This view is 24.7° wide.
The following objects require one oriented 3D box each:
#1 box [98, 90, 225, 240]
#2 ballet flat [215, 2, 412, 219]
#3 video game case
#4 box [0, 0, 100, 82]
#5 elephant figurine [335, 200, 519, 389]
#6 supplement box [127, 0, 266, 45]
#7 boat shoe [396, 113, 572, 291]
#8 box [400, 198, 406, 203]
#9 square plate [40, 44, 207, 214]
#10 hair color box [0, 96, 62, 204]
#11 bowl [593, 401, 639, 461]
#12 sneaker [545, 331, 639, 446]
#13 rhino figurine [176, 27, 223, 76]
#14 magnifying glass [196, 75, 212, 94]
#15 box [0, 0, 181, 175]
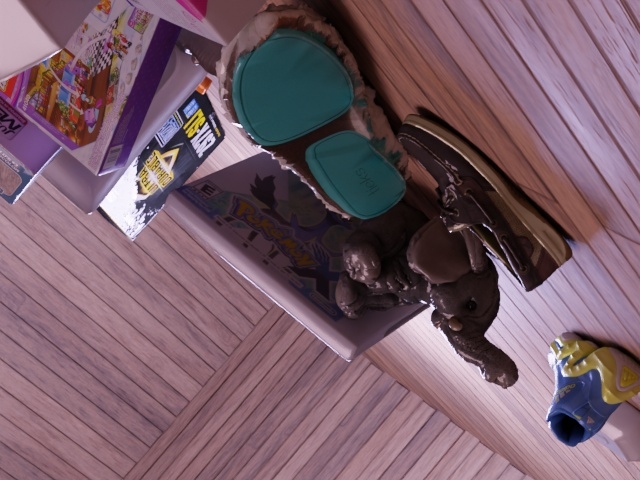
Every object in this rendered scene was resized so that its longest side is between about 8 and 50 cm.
[{"bbox_3d":[-0.288,-0.149,2.447,0.079,0.257,0.322,38,172,12],"label":"box"},{"bbox_3d":[-0.018,-0.151,1.552,0.147,0.147,0.409,37,172,29],"label":"ballet flat"},{"bbox_3d":[0.000,0.000,1.973,0.329,0.036,0.300,38,-145,17],"label":"video game case"},{"bbox_3d":[-0.376,-0.353,1.474,0.168,0.215,0.345,-19,121,35],"label":"box"},{"bbox_3d":[0.153,0.048,1.796,0.239,0.186,0.169,12,-160,17],"label":"elephant figurine"},{"bbox_3d":[-0.136,-0.281,1.410,0.111,0.114,0.220,47,172,-35],"label":"supplement box"},{"bbox_3d":[0.158,-0.036,1.499,0.223,0.073,0.080,41,173,-5],"label":"boat shoe"},{"bbox_3d":[0.055,-0.081,1.967,0.137,0.027,0.094,36,173,31],"label":"box"},{"bbox_3d":[-0.353,-0.262,2.018,0.347,0.344,0.049,42,141,-10],"label":"square plate"},{"bbox_3d":[-0.350,-0.230,1.900,0.174,0.347,0.105,42,143,-8],"label":"hair color box"},{"bbox_3d":[0.406,0.255,2.059,0.142,0.053,0.142,34,171,35],"label":"bowl"},{"bbox_3d":[0.313,0.187,1.831,0.091,0.126,0.240,41,173,-3],"label":"sneaker"},{"bbox_3d":[-0.086,-0.211,1.744,0.243,0.073,0.106,35,174,33],"label":"rhino figurine"},{"bbox_3d":[-0.262,-0.293,2.175,0.231,0.026,0.092,36,149,0],"label":"magnifying glass"},{"bbox_3d":[-0.262,-0.250,1.681,0.201,0.293,0.057,39,-148,18],"label":"box"}]
